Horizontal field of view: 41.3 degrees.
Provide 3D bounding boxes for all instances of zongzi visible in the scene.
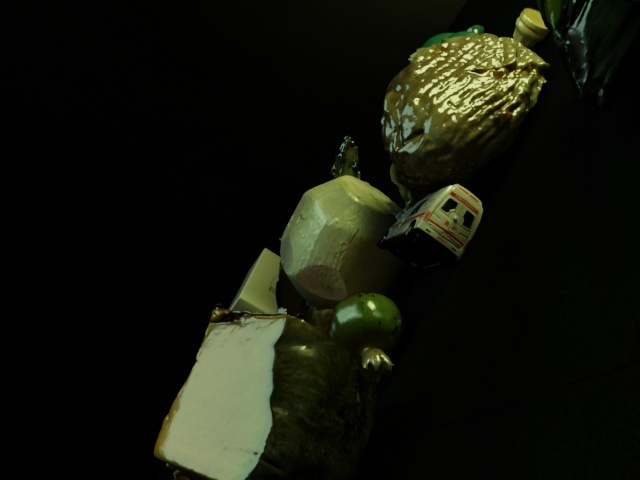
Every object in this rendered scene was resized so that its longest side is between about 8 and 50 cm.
[{"bbox_3d":[0.349,-0.360,1.007,0.362,0.319,0.383,-91,15,-74],"label":"zongzi"}]

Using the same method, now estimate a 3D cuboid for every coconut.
[{"bbox_3d":[0.039,0.015,1.500,0.230,0.227,0.227,-60,5,18],"label":"coconut"}]

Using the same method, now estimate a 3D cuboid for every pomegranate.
[{"bbox_3d":[0.070,0.143,1.237,0.114,0.115,0.142,-54,32,34],"label":"pomegranate"}]

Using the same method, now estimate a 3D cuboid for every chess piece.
[{"bbox_3d":[0.380,-0.371,1.603,0.122,0.066,0.066,-61,2,41],"label":"chess piece"}]

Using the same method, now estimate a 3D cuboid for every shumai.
[{"bbox_3d":[0.235,-0.161,1.418,0.346,0.217,0.283,-49,-31,-37],"label":"shumai"}]

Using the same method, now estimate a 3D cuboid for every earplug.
[{"bbox_3d":[0.329,-0.403,1.937,0.258,0.163,0.280,-21,8,-18],"label":"earplug"}]

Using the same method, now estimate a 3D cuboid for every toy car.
[{"bbox_3d":[0.167,-0.017,1.309,0.108,0.089,0.210,-58,7,-14],"label":"toy car"}]

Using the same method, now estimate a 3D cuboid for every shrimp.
[{"bbox_3d":[0.000,0.000,1.689,0.272,0.085,0.444,20,-99,-59],"label":"shrimp"}]

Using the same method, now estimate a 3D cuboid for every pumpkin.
[{"bbox_3d":[-0.066,0.240,1.072,0.303,0.256,0.225,82,-150,-62],"label":"pumpkin"}]

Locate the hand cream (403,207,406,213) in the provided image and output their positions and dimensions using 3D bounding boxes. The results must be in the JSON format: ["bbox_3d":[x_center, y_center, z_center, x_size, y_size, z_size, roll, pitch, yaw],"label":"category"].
[{"bbox_3d":[0.184,-0.054,1.583,0.186,0.054,0.087,-49,16,11],"label":"hand cream"}]

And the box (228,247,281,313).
[{"bbox_3d":[-0.102,0.159,2.064,0.106,0.203,0.251,-53,7,30],"label":"box"}]
